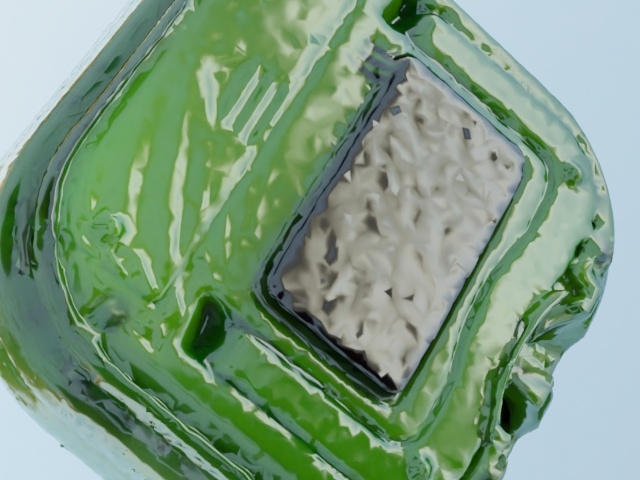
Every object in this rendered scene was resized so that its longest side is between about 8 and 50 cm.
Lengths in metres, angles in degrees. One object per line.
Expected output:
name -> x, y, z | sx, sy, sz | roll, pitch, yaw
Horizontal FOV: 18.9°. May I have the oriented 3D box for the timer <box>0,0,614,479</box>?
timer -> 0.000, 0.000, 0.417 | 0.047, 0.128, 0.140 | -30, -157, 55
